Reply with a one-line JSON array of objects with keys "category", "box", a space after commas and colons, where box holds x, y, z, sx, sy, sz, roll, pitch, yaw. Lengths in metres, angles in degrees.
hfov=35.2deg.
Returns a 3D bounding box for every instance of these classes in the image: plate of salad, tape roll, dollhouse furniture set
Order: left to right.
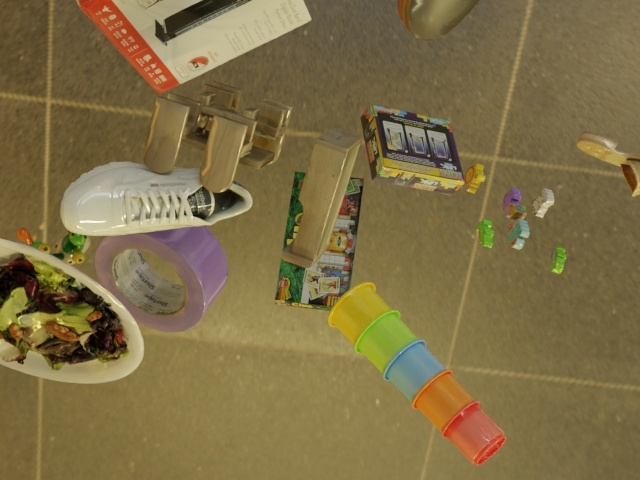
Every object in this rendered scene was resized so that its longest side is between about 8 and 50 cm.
[{"category": "plate of salad", "box": [-0.235, 0.065, 0.783, 0.200, 0.048, 0.199, 11, 142, 8]}, {"category": "tape roll", "box": [-0.241, 0.042, 1.528, 0.189, 0.080, 0.188, 14, 129, 18]}, {"category": "dollhouse furniture set", "box": [-0.091, -0.088, 1.312, 0.242, 0.212, 0.160, 19, 108, 8]}]

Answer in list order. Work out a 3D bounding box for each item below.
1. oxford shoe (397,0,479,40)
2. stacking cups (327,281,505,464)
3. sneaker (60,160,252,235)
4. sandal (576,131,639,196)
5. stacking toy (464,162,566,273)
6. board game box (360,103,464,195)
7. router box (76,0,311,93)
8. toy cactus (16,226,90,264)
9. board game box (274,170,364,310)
[{"category": "oxford shoe", "box": [0.099, -0.246, 0.726, 0.076, 0.076, 0.212, 19, 93, -46]}, {"category": "stacking cups", "box": [0.140, 0.204, 1.504, 0.096, 0.096, 0.316, -51, 63, 20]}, {"category": "sneaker", "box": [-0.199, -0.049, 1.235, 0.235, 0.095, 0.090, -12, 110, -33]}, {"category": "sandal", "box": [0.591, -0.123, 1.905, 0.240, 0.088, 0.079, 23, 79, 10]}, {"category": "stacking toy", "box": [0.352, -0.038, 1.837, 0.167, 0.221, 0.052, 18, 131, -15]}, {"category": "board game box", "box": [0.163, -0.161, 1.797, 0.170, 0.141, 0.048, 9, 147, -26]}, {"category": "router box", "box": [-0.196, -0.393, 1.606, 0.301, 0.335, 0.082, -25, 72, 5]}, {"category": "toy cactus", "box": [-0.464, 0.029, 1.738, 0.112, 0.180, 0.219, 40, 118, 0]}, {"category": "board game box", "box": [0.000, 0.000, 1.871, 0.136, 0.259, 0.030, 5, 160, 6]}]
